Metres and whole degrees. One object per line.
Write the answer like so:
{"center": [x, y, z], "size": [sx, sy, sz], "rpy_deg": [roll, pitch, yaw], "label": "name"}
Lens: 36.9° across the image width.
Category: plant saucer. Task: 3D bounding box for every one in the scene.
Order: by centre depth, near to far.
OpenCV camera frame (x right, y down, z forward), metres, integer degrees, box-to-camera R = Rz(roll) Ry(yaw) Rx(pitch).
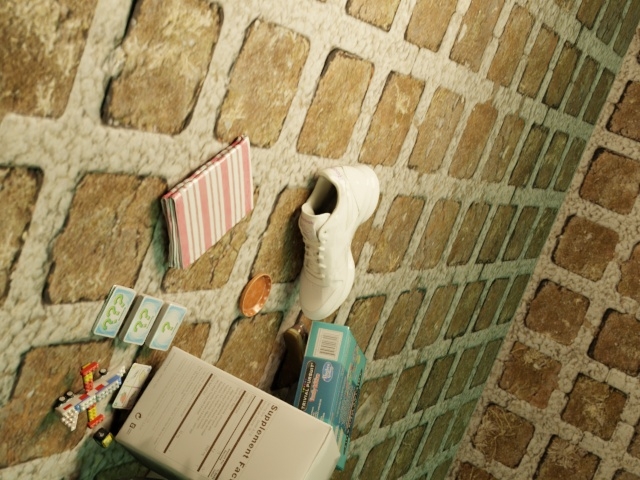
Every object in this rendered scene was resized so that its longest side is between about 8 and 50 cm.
{"center": [-0.117, 0.096, 1.710], "size": [0.083, 0.013, 0.083], "rpy_deg": [-44, 147, -38], "label": "plant saucer"}

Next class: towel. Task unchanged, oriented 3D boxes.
{"center": [-0.168, -0.060, 1.456], "size": [0.197, 0.029, 0.144], "rpy_deg": [-45, 149, -40], "label": "towel"}

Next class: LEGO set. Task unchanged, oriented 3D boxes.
{"center": [-0.292, 0.198, 1.423], "size": [0.244, 0.060, 0.182], "rpy_deg": [-63, 151, -1], "label": "LEGO set"}

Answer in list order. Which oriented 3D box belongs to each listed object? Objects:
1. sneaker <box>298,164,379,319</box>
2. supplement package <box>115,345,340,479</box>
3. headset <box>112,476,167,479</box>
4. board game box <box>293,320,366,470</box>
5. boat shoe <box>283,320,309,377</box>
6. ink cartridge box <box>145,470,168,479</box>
{"center": [0.000, 0.000, 1.768], "size": [0.152, 0.114, 0.305], "rpy_deg": [2, 108, -48], "label": "sneaker"}
{"center": [-0.139, 0.327, 1.522], "size": [0.175, 0.293, 0.177], "rpy_deg": [-59, 162, -21], "label": "supplement package"}
{"center": [-0.281, 0.513, 1.566], "size": [0.185, 0.243, 0.394], "rpy_deg": [-84, -171, -56], "label": "headset"}
{"center": [0.016, 0.327, 1.964], "size": [0.336, 0.079, 0.253], "rpy_deg": [65, 37, -71], "label": "board game box"}
{"center": [-0.036, 0.223, 1.934], "size": [0.049, 0.056, 0.152], "rpy_deg": [-42, 148, -29], "label": "boat shoe"}
{"center": [-0.177, 0.447, 1.786], "size": [0.223, 0.129, 0.307], "rpy_deg": [-54, 153, -22], "label": "ink cartridge box"}
